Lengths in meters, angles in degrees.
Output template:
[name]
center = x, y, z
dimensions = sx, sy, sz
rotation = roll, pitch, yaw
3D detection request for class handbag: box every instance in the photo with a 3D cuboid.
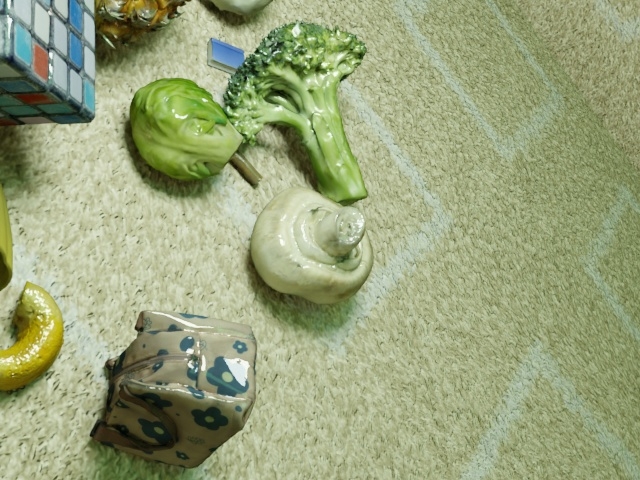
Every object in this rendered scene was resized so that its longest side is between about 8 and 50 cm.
[handbag]
center = -0.227, 0.224, 1.106
dimensions = 0.193, 0.251, 0.190
rotation = 16, 51, -23

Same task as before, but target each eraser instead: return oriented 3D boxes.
[eraser]
center = -0.212, -0.411, 1.614
dimensions = 0.084, 0.027, 0.063
rotation = 14, 58, -34

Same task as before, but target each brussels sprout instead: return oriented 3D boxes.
[brussels sprout]
center = -0.262, -0.216, 1.380
dimensions = 0.223, 0.161, 0.223
rotation = 40, 24, -22

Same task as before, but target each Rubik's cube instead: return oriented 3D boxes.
[Rubik's cube]
center = -0.504, -0.331, 1.021
dimensions = 0.287, 0.292, 0.293
rotation = -2, 86, 4

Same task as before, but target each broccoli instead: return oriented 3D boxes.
[broccoli]
center = -0.002, -0.299, 1.600
dimensions = 0.397, 0.275, 0.353
rotation = 34, 88, -17

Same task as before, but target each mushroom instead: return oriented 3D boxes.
[mushroom]
center = 0.000, 0.000, 1.423
dimensions = 0.260, 0.234, 0.254
rotation = -30, 84, -45

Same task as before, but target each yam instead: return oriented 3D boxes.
[yam]
center = -0.180, -0.176, 1.509
dimensions = 0.145, 0.032, 0.032
rotation = 45, 46, -11

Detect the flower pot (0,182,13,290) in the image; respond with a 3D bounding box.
[flower pot]
center = -0.536, -0.031, 1.026
dimensions = 0.195, 0.195, 0.179
rotation = 16, 46, -34

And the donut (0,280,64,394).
[donut]
center = -0.457, 0.144, 1.066
dimensions = 0.181, 0.078, 0.146
rotation = -27, 83, -44

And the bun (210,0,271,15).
[bun]
center = -0.191, -0.614, 1.669
dimensions = 0.231, 0.133, 0.231
rotation = 5, 66, -11

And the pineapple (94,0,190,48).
[pineapple]
center = -0.368, -0.536, 1.314
dimensions = 0.300, 0.352, 0.352
rotation = -45, 101, -7
